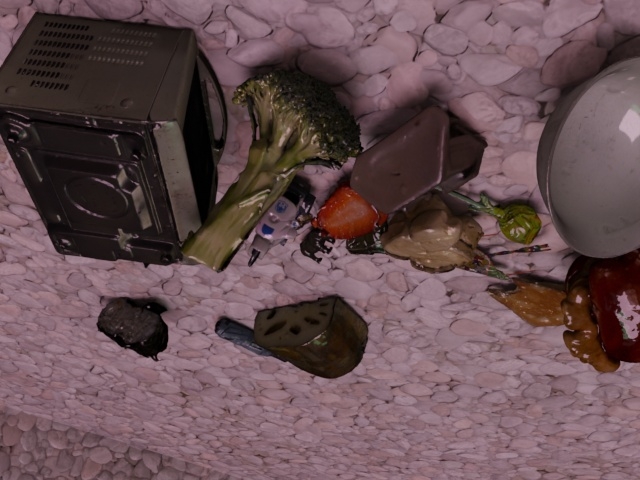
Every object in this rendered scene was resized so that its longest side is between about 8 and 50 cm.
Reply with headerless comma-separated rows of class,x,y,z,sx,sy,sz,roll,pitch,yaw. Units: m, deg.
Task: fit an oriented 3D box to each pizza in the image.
pizza,0.507,0.140,1.596,0.261,0.034,0.181,17,144,-10

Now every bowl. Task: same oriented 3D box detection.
bowl,0.443,-0.141,1.093,0.313,0.146,0.314,-7,112,-19

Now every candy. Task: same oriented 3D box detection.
candy,0.310,-0.070,1.341,0.261,0.073,0.077,24,125,-7

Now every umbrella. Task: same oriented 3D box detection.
umbrella,-0.191,0.290,1.963,0.250,0.053,0.052,31,139,-26

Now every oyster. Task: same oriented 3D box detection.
oyster,-0.055,-0.040,1.496,0.083,0.019,0.054,-24,133,38

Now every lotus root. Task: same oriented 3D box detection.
lotus root,-0.009,0.288,1.841,0.266,0.150,0.260,-12,139,33

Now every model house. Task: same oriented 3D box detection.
model house,0.186,-0.134,1.212,0.188,0.123,0.229,-7,158,-48

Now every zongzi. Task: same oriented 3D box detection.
zongzi,0.094,-0.020,1.465,0.109,0.055,0.119,-3,131,21

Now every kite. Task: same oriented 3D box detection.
kite,0.372,0.028,1.471,0.244,0.006,0.198,-16,129,45

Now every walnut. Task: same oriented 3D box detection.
walnut,0.598,0.137,1.414,0.243,0.222,0.269,-33,113,7

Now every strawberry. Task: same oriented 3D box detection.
strawberry,0.061,-0.068,1.391,0.121,0.082,0.188,49,142,-16

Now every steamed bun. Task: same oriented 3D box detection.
steamed bun,0.230,-0.020,1.386,0.177,0.106,0.192,20,152,-21

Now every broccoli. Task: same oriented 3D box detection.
broccoli,-0.095,-0.113,1.166,0.361,0.252,0.221,-40,128,19

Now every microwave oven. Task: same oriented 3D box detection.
microwave oven,-0.350,-0.152,1.219,0.332,0.247,0.394,6,145,3

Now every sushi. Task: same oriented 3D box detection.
sushi,-0.506,0.235,1.907,0.212,0.147,0.115,12,155,29

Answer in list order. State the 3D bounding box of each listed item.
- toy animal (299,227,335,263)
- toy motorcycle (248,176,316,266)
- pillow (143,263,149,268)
toy animal,0.000,0.000,1.517,0.065,0.047,0.136,28,147,-11
toy motorcycle,-0.076,-0.050,1.329,0.102,0.221,0.150,29,131,1
pillow,-0.383,0.015,1.632,0.150,0.048,0.090,-17,145,27
